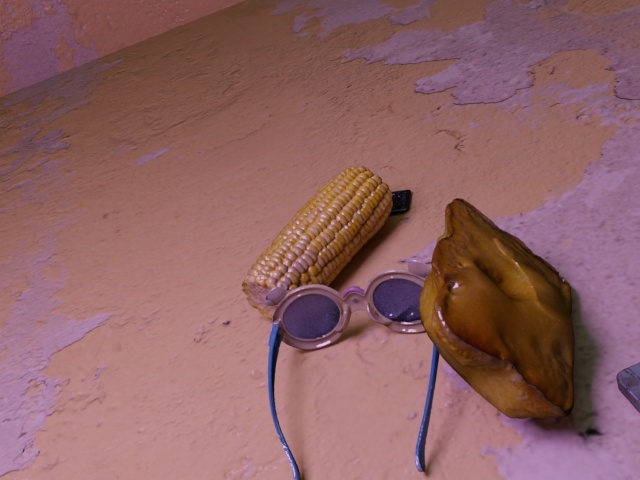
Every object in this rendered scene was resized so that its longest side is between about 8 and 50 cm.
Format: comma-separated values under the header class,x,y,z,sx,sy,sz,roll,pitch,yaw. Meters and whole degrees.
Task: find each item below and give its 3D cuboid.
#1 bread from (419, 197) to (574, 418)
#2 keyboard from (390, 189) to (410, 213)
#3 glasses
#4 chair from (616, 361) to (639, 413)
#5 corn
class,x,y,z,sx,sy,sz,roll,pitch,yaw
bread,0.160,0.065,0.714,0.088,0.161,0.233,-58,2,27
keyboard,0.050,-0.043,1.075,0.155,0.010,0.053,-10,34,18
glasses,0.037,0.142,0.770,0.190,0.088,0.220,-11,52,15
chair,0.326,0.111,0.533,0.136,0.147,0.270,-22,32,0
corn,0.000,0.000,0.957,0.093,0.093,0.244,9,42,40
